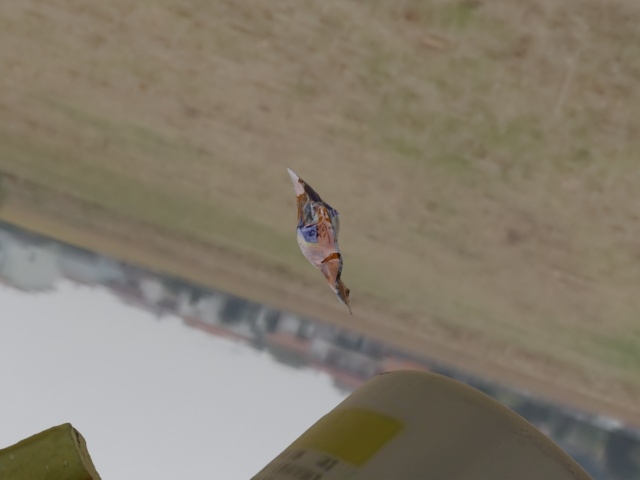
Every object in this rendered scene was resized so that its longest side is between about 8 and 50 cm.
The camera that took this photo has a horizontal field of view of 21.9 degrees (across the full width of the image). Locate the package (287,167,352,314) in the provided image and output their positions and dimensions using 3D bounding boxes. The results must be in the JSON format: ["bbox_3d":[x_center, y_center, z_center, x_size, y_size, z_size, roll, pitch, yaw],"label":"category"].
[{"bbox_3d":[-0.001,0.000,1.219,0.077,0.033,0.110,37,150,40],"label":"package"}]

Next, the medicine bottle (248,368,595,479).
[{"bbox_3d":[-0.025,0.230,0.677,0.208,0.340,0.208,41,155,24],"label":"medicine bottle"}]

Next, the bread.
[{"bbox_3d":[-0.236,0.167,0.947,0.226,0.049,0.088,-21,170,-6],"label":"bread"}]
